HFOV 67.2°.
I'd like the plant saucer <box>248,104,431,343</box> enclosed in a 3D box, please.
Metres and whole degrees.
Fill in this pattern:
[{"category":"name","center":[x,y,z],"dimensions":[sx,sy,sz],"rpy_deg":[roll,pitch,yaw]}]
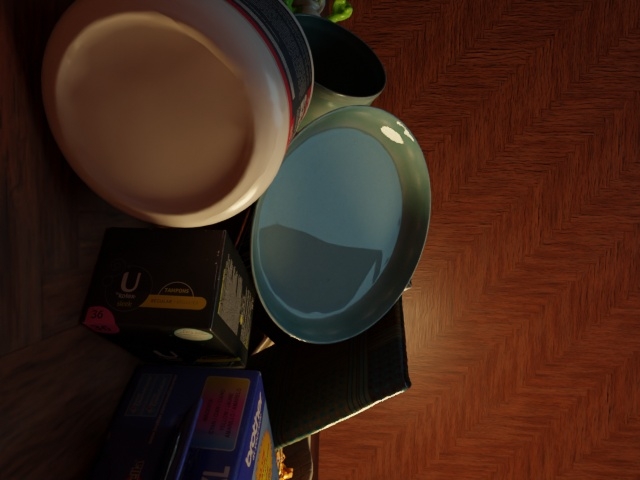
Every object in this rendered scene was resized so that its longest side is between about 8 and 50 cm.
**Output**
[{"category":"plant saucer","center":[0.033,-0.018,0.647],"dimensions":[0.044,0.317,0.317],"rpy_deg":[21,-62,48]}]

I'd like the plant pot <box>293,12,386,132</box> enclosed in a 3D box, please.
[{"category":"plant pot","center":[-0.009,-0.389,1.211],"dimensions":[0.196,0.293,0.293],"rpy_deg":[126,-23,-47]}]

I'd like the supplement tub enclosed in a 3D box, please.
[{"category":"supplement tub","center":[-0.108,-0.150,0.468],"dimensions":[0.272,0.191,0.191],"rpy_deg":[-78,169,-60]}]

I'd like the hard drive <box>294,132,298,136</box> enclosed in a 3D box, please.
[{"category":"hard drive","center":[-0.059,-0.280,1.480],"dimensions":[0.022,0.094,0.135],"rpy_deg":[-75,167,-46]}]

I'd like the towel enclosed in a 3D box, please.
[{"category":"towel","center":[-0.022,0.225,0.795],"dimensions":[0.040,0.370,0.271],"rpy_deg":[54,20,-18]}]

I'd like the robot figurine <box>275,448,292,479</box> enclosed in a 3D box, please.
[{"category":"robot figurine","center":[-0.119,0.506,1.138],"dimensions":[0.291,0.085,0.211],"rpy_deg":[77,14,-70]}]

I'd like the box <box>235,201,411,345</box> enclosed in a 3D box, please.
[{"category":"box","center":[0.000,0.000,0.922],"dimensions":[0.183,0.296,0.294],"rpy_deg":[50,28,-25]}]

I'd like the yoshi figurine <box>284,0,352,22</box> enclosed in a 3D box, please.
[{"category":"yoshi figurine","center":[-0.015,-0.650,1.360],"dimensions":[0.203,0.203,0.362],"rpy_deg":[49,39,-73]}]

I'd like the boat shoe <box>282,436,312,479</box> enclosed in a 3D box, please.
[{"category":"boat shoe","center":[-0.080,0.642,1.361],"dimensions":[0.355,0.132,0.130],"rpy_deg":[-76,166,-62]}]

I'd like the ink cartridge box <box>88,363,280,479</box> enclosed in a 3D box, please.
[{"category":"ink cartridge box","center":[-0.141,0.322,0.516],"dimensions":[0.270,0.151,0.395],"rpy_deg":[-82,170,-51]}]

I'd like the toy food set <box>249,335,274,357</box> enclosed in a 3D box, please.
[{"category":"toy food set","center":[-0.048,0.222,1.126],"dimensions":[0.306,0.092,0.220],"rpy_deg":[-52,169,-6]}]

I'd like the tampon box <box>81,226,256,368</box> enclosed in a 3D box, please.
[{"category":"tampon box","center":[-0.145,0.067,0.511],"dimensions":[0.161,0.120,0.101],"rpy_deg":[81,11,-63]}]
